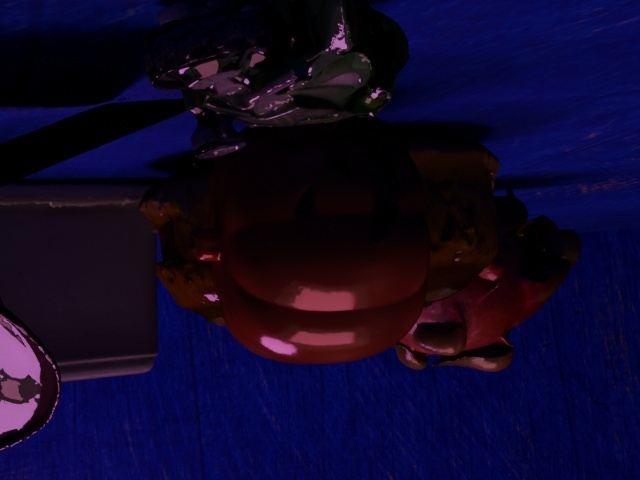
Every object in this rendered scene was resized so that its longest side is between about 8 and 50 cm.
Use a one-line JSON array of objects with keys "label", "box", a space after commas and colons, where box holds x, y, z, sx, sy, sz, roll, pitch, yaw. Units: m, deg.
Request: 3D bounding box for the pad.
[{"label": "pad", "box": [-0.224, 0.007, 0.844, 0.323, 0.055, 0.250, -43, -162, -13]}]

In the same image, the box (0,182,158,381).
[{"label": "box", "box": [-0.291, 0.045, 1.430, 0.312, 0.182, 0.175, -2, 175, -41]}]

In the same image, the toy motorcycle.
[{"label": "toy motorcycle", "box": [-0.014, -0.082, 0.723, 0.106, 0.074, 0.190, -16, 174, 9]}]

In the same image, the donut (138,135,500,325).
[{"label": "donut", "box": [0.000, 0.000, 1.364, 0.330, 0.160, 0.330, -1, 170, 0]}]

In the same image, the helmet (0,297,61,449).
[{"label": "helmet", "box": [-0.378, 0.061, 1.188, 0.338, 0.197, 0.271, -12, 140, -6]}]

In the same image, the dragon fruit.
[{"label": "dragon fruit", "box": [0.170, 0.029, 1.889, 0.307, 0.243, 0.227, -50, -179, -37]}]

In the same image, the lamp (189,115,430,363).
[{"label": "lamp", "box": [-0.012, -0.002, 1.099, 0.164, 0.188, 0.187, -3, 176, -14]}]
